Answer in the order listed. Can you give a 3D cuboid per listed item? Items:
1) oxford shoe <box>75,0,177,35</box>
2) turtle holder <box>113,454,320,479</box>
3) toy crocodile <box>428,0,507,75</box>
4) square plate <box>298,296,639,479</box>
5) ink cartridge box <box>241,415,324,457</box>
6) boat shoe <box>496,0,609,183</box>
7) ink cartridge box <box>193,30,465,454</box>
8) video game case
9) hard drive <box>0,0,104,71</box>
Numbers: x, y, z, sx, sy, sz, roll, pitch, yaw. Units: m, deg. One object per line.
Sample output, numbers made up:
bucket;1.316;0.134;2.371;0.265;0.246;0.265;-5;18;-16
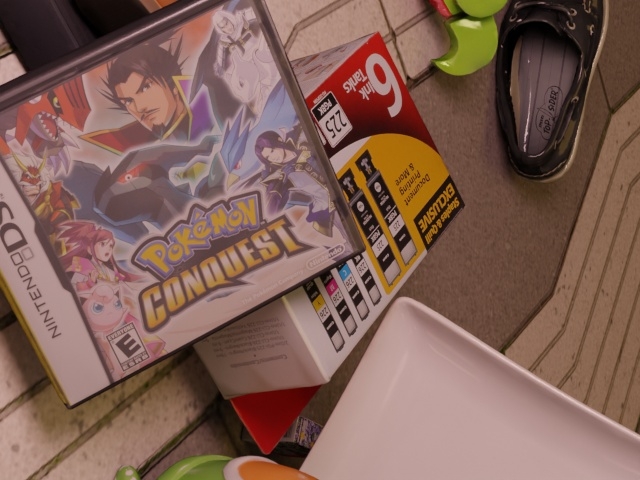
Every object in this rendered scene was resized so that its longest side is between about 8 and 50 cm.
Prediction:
oxford shoe;-0.115;-0.162;1.215;0.212;0.076;0.076;56;37;-43
turtle holder;-0.065;0.337;1.243;0.243;0.227;0.320;60;43;-39
toy crocodile;0.131;-0.349;1.680;0.115;0.105;0.340;-119;-173;-62
square plate;0.136;0.282;1.377;0.344;0.347;0.049;-60;166;3
ink cartridge box;-0.020;0.197;1.467;0.115;0.063;0.029;34;61;-52
boat shoe;0.283;-0.246;1.887;0.113;0.127;0.340;14;88;-69
ink cartridge box;0.000;0.000;1.392;0.272;0.130;0.309;61;40;-18
video game case;-0.128;-0.038;1.157;0.275;0.035;0.248;-28;112;-12
hard drive;-0.195;-0.225;1.202;0.172;0.054;0.255;-58;136;-40
